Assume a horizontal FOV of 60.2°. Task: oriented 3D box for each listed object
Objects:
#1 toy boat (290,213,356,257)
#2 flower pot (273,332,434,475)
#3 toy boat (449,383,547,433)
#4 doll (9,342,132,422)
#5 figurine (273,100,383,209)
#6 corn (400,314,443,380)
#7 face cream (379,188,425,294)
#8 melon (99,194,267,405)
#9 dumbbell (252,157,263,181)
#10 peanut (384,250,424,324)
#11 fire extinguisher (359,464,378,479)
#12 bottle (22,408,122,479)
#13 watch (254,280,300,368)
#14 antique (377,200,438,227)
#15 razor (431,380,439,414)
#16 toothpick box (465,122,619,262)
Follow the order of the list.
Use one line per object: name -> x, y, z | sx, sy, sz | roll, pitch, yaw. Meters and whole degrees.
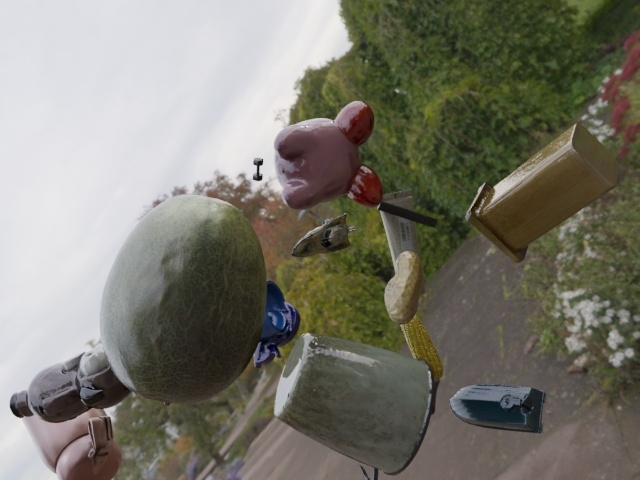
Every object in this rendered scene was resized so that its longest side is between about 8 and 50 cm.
toy boat -> 0.000, 0.000, 1.297 | 0.210, 0.066, 0.084 | -26, -64, -47
flower pot -> 0.074, 0.379, 1.370 | 0.293, 0.330, 0.294 | -156, 90, -82
toy boat -> 0.467, 0.452, 1.495 | 0.296, 0.122, 0.114 | -18, 46, 53
doll -> -0.458, 0.276, 1.064 | 0.257, 0.117, 0.182 | -22, 8, 16
figurine -> 0.004, -0.205, 1.434 | 0.261, 0.270, 0.211 | -13, 15, -10
corn -> 0.272, 0.288, 1.479 | 0.067, 0.206, 0.067 | -26, 11, 5
face cream -> 0.272, 0.012, 1.802 | 0.137, 0.341, 0.084 | -13, 4, -22
melon -> -0.208, 0.090, 0.866 | 0.248, 0.248, 0.329 | 132, 149, -75
dumbbell -> -0.220, -0.251, 1.945 | 0.036, 0.040, 0.083 | -40, -36, -49
peanut -> 0.187, 0.102, 1.234 | 0.080, 0.080, 0.174 | 129, 159, -63
fire extinguisher -> 0.075, 0.830, 1.742 | 0.344, 0.102, 0.138 | -48, 40, 22
bottle -> -0.596, 0.457, 1.340 | 0.173, 0.297, 0.206 | 8, -70, -46
watch -> -0.166, 0.228, 1.619 | 0.171, 0.200, 0.196 | -27, 45, 9
antique -> 0.274, -0.083, 1.741 | 0.015, 0.192, 0.031 | -77, 4, -67
razor -> 0.386, 0.560, 1.981 | 0.090, 0.054, 0.148 | -61, 4, 46
toothpick box -> 0.548, -0.122, 1.363 | 0.308, 0.190, 0.187 | -45, 1, 43
